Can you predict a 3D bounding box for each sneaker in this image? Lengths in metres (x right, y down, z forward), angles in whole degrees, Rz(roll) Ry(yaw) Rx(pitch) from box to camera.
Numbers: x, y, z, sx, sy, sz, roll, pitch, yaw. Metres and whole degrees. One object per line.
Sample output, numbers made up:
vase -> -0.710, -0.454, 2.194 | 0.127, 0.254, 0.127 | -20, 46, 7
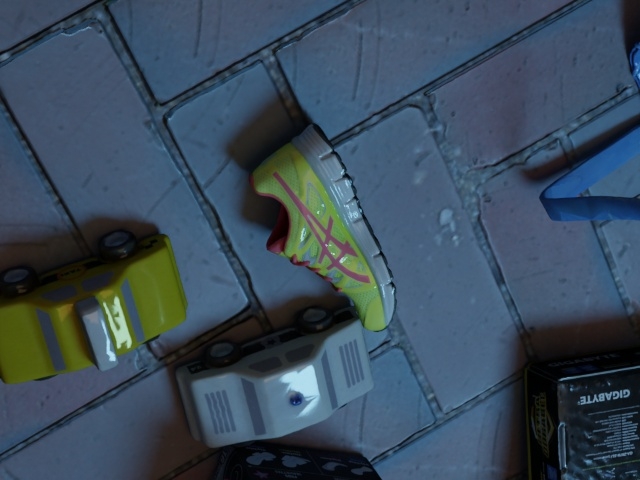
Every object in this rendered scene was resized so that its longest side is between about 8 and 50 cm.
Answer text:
sneaker -> 0.000, 0.000, 1.585 | 0.094, 0.081, 0.208 | -27, 112, -3

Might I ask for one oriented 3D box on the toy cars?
toy cars -> -0.116, 0.103, 1.572 | 0.393, 0.087, 0.176 | 21, 104, -28

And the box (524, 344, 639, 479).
box -> 0.371, 0.233, 1.799 | 0.322, 0.079, 0.257 | -8, 103, -19

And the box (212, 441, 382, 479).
box -> -0.038, 0.336, 1.674 | 0.163, 0.142, 0.247 | 11, 107, -26

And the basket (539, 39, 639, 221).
basket -> 0.360, -0.101, 1.588 | 0.289, 0.255, 0.201 | -38, 107, -18
